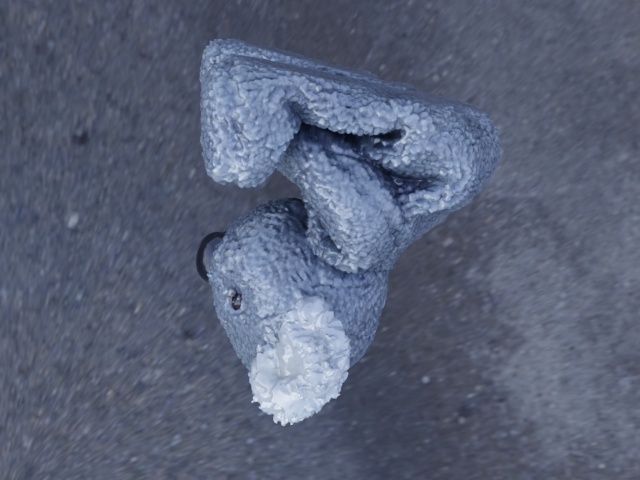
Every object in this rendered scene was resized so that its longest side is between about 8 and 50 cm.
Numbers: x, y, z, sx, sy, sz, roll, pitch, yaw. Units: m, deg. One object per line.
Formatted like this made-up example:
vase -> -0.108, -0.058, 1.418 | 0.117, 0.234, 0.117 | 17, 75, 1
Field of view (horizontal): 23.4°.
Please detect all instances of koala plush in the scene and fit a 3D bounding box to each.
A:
koala plush -> 0.000, 0.000, 1.013 | 0.203, 0.196, 0.221 | 13, 100, -7
